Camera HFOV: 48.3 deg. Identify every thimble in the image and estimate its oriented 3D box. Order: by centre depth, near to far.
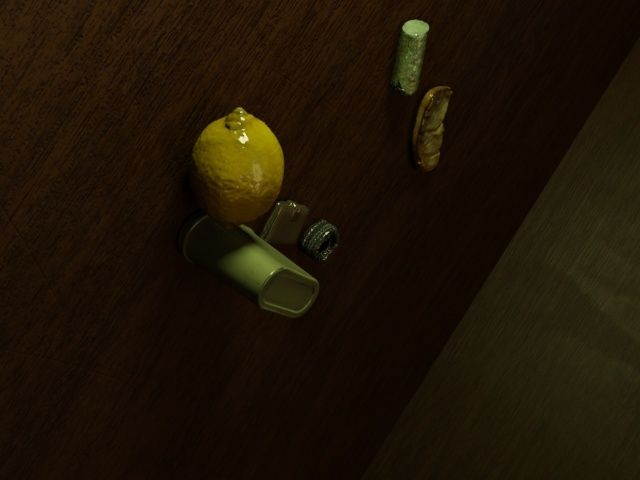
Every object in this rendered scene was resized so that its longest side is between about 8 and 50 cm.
[{"bbox_3d":[-0.001,0.002,1.899,0.104,0.066,0.095,-50,148,-10],"label":"thimble"}]

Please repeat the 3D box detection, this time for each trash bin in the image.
[{"bbox_3d":[-0.150,0.055,1.538,0.121,0.247,0.243,-58,152,2],"label":"trash bin"}]

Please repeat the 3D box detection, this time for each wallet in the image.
[{"bbox_3d":[-0.087,-0.042,1.754,0.152,0.038,0.118,7,113,-62],"label":"wallet"}]

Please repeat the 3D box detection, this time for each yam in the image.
[{"bbox_3d":[0.225,-0.458,1.800,0.078,0.078,0.179,-28,139,-42],"label":"yam"}]

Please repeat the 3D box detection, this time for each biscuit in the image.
[{"bbox_3d":[0.320,-0.317,2.108,0.154,0.045,0.299,-36,144,-36],"label":"biscuit"}]

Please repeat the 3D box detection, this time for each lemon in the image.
[{"bbox_3d":[-0.164,-0.138,1.395,0.188,0.188,0.257,-23,133,-46],"label":"lemon"}]
